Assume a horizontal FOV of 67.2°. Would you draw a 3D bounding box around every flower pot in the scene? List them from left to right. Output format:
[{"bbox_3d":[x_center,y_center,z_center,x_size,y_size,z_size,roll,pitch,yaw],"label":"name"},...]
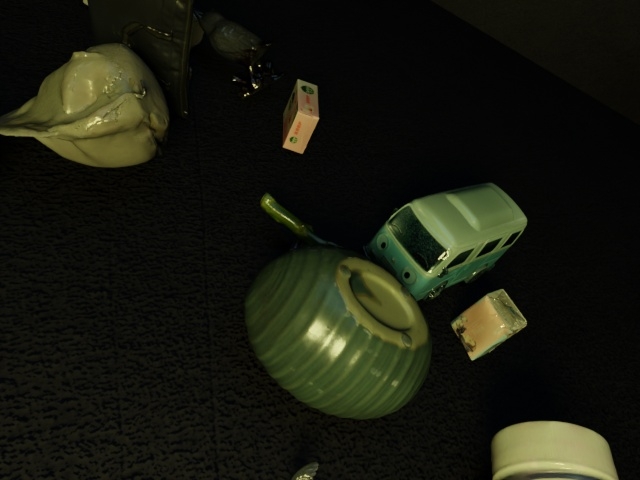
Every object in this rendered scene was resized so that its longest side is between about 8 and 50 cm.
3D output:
[{"bbox_3d":[0.025,0.108,0.585,0.243,0.157,0.189,35,37,-17],"label":"flower pot"}]

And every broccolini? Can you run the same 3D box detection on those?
[{"bbox_3d":[-0.001,0.002,0.723,0.216,0.067,0.058,41,-1,-8],"label":"broccolini"}]

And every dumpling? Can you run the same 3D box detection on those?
[{"bbox_3d":[-0.311,-0.168,0.675,0.163,0.204,0.293,50,-1,-33],"label":"dumpling"}]

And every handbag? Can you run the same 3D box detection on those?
[{"bbox_3d":[-0.287,-0.335,0.768,0.211,0.254,0.089,37,57,4],"label":"handbag"}]

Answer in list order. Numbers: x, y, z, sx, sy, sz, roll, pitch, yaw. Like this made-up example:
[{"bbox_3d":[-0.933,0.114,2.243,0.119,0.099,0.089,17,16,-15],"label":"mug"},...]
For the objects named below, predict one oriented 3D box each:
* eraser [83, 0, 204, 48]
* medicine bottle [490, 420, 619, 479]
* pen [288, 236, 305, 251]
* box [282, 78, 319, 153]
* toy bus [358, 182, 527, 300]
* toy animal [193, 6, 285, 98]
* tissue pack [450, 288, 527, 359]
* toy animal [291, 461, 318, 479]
[{"bbox_3d":[-0.357,-0.474,0.993,0.210,0.068,0.125,29,42,-2],"label":"eraser"},{"bbox_3d":[0.257,0.349,0.485,0.170,0.170,0.293,24,43,-9],"label":"medicine bottle"},{"bbox_3d":[-0.048,0.047,0.706,0.025,0.025,0.204,27,41,-5],"label":"pen"},{"bbox_3d":[-0.040,-0.244,0.944,0.043,0.089,0.125,15,43,-18],"label":"box"},{"bbox_3d":[0.215,-0.006,0.808,0.271,0.165,0.133,-15,59,-40],"label":"toy bus"},{"bbox_3d":[-0.166,-0.398,0.965,0.210,0.117,0.121,50,47,-7],"label":"toy animal"},{"bbox_3d":[0.264,0.131,0.757,0.058,0.094,0.074,-6,54,-36],"label":"tissue pack"},{"bbox_3d":[-0.024,0.270,0.497,0.028,0.050,0.084,17,72,-51],"label":"toy animal"}]
